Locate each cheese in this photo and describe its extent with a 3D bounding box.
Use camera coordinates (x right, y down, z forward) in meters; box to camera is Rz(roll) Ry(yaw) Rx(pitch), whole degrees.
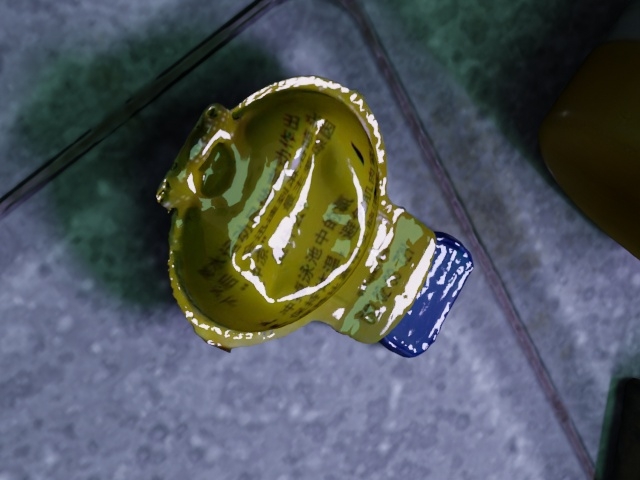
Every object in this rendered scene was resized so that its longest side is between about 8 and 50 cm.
[{"bbox_3d":[0.000,0.000,0.982,0.250,0.064,0.156,32,87,-46],"label":"cheese"}]

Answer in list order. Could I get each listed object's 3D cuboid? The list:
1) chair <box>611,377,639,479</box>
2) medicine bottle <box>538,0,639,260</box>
[{"bbox_3d":[0.425,0.199,1.209,0.240,0.416,0.203,-23,123,-60],"label":"chair"},{"bbox_3d":[0.282,-0.084,1.034,0.238,0.238,0.232,42,79,-36],"label":"medicine bottle"}]
